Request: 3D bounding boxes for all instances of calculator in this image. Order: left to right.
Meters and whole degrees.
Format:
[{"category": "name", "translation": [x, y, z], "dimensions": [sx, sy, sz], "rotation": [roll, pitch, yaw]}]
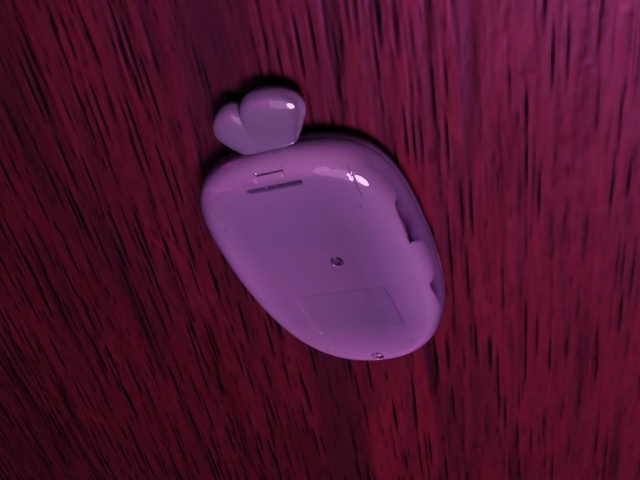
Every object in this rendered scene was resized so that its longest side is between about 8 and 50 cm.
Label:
[{"category": "calculator", "translation": [0.000, 0.000, 0.753], "dimensions": [0.185, 0.041, 0.299], "rotation": [-8, 131, 25]}]
